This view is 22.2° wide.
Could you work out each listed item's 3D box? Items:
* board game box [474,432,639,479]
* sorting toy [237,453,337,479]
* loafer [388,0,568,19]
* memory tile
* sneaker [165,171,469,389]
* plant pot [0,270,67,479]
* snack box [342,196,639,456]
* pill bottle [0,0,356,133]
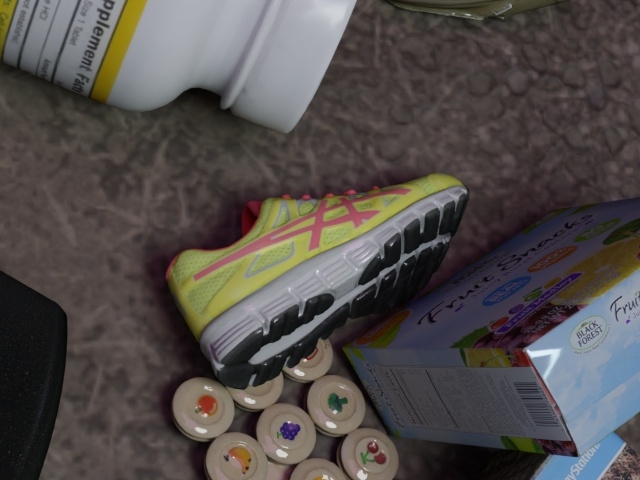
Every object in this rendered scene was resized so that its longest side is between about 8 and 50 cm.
[{"bbox_3d":[0.156,0.280,0.870,0.291,0.141,0.232,42,66,0],"label":"board game box"},{"bbox_3d":[-0.020,0.164,0.927,0.062,0.012,0.083,10,66,-18],"label":"sorting toy"},{"bbox_3d":[0.104,-0.167,1.055,0.148,0.050,0.056,1,68,0],"label":"loafer"},{"bbox_3d":[-0.010,0.126,0.931,0.113,0.012,0.148,-27,78,-30],"label":"memory tile"},{"bbox_3d":[0.000,0.000,0.954,0.208,0.081,0.094,-27,58,-34],"label":"sneaker"},{"bbox_3d":[-0.227,0.090,0.794,0.187,0.188,0.167,31,33,-4],"label":"plant pot"},{"bbox_3d":[0.134,0.042,0.903,0.174,0.207,0.070,-32,99,-24],"label":"snack box"},{"bbox_3d":[-0.144,-0.187,0.911,0.334,0.188,0.188,22,68,-9],"label":"pill bottle"}]
